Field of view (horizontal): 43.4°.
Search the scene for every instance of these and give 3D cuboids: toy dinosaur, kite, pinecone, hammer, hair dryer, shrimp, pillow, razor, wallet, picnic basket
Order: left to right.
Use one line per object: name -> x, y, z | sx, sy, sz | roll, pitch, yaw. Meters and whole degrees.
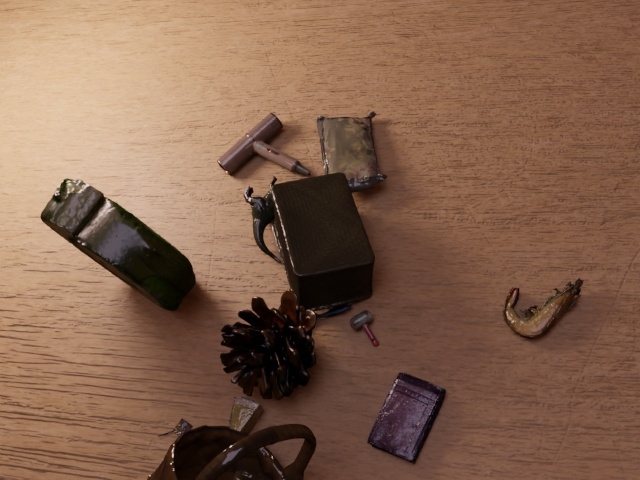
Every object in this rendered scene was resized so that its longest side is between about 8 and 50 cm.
kite -> -0.318, 0.425, 1.773 | 0.078, 0.002, 0.044 | -36, 57, -6
picnic basket -> -0.136, 0.456, 1.497 | 0.337, 0.293, 0.338 | -3, 85, 42
pinecone -> -0.112, 0.225, 1.707 | 0.201, 0.202, 0.229 | -8, 54, -22
hair dryer -> -0.129, -0.199, 2.056 | 0.195, 0.054, 0.220 | -42, 64, -7
toy dinosaur -> -0.099, -0.069, 1.940 | 0.187, 0.087, 0.179 | -41, 56, -6
razor -> -0.005, 0.162, 1.812 | 0.154, 0.044, 0.028 | -5, 89, 12
pillow -> 0.072, -0.214, 1.980 | 0.169, 0.059, 0.255 | -8, 52, 6
hammer -> 0.103, 0.196, 1.758 | 0.052, 0.031, 0.083 | -32, 67, 2
wallet -> 0.174, 0.357, 1.635 | 0.111, 0.030, 0.166 | 19, 69, 25
shrimp -> 0.459, 0.125, 1.681 | 0.178, 0.034, 0.124 | -46, 52, -6

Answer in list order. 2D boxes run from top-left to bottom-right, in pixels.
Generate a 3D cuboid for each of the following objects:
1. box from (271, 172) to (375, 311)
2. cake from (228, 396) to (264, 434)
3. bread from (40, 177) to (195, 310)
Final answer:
box -> 0.000, 0.001, 1.809 | 0.184, 0.143, 0.273 | -12, 55, -8
cake -> -0.166, 0.398, 1.710 | 0.065, 0.052, 0.121 | 5, 64, 16
bread -> -0.457, 0.005, 1.839 | 0.129, 0.382, 0.366 | -55, 34, -12
